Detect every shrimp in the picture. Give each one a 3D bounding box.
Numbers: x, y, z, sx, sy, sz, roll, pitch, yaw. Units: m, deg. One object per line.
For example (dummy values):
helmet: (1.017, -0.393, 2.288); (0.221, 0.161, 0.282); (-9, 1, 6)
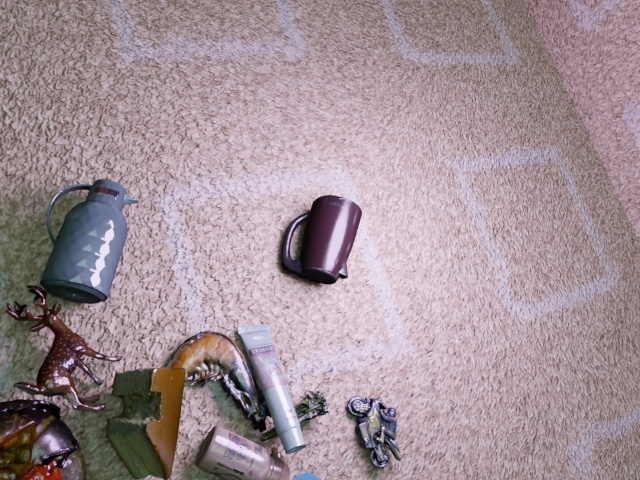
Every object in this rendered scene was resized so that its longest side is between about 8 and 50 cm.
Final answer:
shrimp: (-0.250, 0.363, 1.225); (0.222, 0.054, 0.290); (-35, 84, -32)

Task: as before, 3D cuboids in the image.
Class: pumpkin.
pumpkin: (-0.599, 0.460, 0.949); (0.320, 0.192, 0.320); (10, 67, -23)

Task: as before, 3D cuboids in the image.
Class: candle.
candle: (-0.517, 0.457, 0.844); (0.084, 0.059, 0.301); (51, 61, -14)

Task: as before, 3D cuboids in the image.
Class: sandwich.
sandwich: (-0.372, 0.393, 1.105); (0.128, 0.122, 0.235); (34, 52, -63)

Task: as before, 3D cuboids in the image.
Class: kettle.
kettle: (0.000, 0.000, 1.442); (0.202, 0.144, 0.232); (15, 66, 3)

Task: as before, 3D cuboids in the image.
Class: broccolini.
broccolini: (-0.064, 0.427, 1.259); (0.201, 0.074, 0.058); (-14, 94, -40)

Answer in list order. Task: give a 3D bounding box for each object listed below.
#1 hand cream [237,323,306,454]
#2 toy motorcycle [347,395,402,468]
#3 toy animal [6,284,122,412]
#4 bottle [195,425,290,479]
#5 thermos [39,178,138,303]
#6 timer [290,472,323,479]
hand cream: (-0.119, 0.350, 1.256); (0.085, 0.058, 0.331); (-4, 50, -31)
toy motorcycle: (0.155, 0.489, 1.355); (0.124, 0.061, 0.193); (-18, 70, -22)
toy animal: (-0.547, 0.227, 1.087); (0.087, 0.243, 0.260); (-41, 119, 8)
bottle: (-0.169, 0.507, 1.184); (0.209, 0.097, 0.110); (30, 37, -12)
thermos: (-0.542, -0.010, 1.192); (0.182, 0.145, 0.286); (16, 62, -21)
timer: (-0.055, 0.702, 1.185); (0.232, 0.091, 0.250); (-17, 90, -30)
